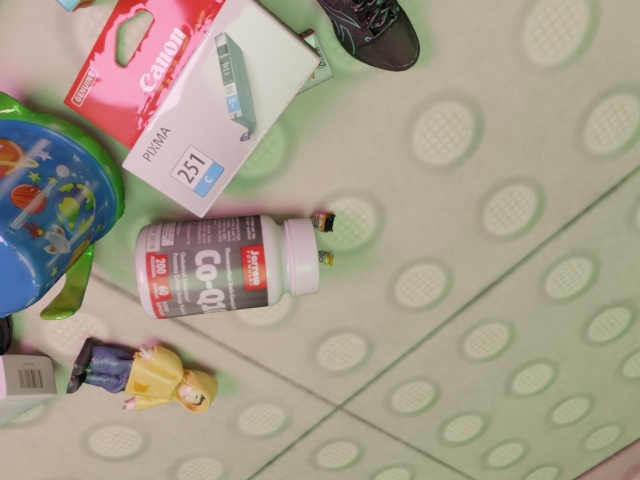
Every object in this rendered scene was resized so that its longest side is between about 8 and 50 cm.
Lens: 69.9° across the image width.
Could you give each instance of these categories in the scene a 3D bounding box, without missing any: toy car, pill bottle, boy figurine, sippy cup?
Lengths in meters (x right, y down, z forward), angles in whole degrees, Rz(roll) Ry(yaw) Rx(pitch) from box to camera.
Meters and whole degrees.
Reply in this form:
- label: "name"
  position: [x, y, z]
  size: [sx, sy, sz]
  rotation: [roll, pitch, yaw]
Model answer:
- label: "toy car"
  position: [0.000, 0.000, 0.858]
  size: [0.041, 0.060, 0.121]
  rotation: [12, 116, 17]
- label: "pill bottle"
  position: [-0.151, 0.040, 0.785]
  size: [0.284, 0.161, 0.161]
  rotation: [-6, 122, -9]
- label: "boy figurine"
  position: [-0.355, 0.292, 0.941]
  size: [0.285, 0.092, 0.177]
  rotation: [22, 112, -20]
- label: "sippy cup"
  position: [-0.421, -0.027, 0.626]
  size: [0.240, 0.224, 0.305]
  rotation: [-34, 122, 23]

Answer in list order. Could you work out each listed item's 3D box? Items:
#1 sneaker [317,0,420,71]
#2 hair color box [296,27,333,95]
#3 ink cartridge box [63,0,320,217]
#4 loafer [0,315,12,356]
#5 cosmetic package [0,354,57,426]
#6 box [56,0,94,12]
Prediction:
- label: "sneaker"
  position: [0.049, -0.327, 0.635]
  size: [0.267, 0.106, 0.101]
  rotation: [34, 108, -29]
- label: "hair color box"
  position: [-0.060, -0.252, 0.694]
  size: [0.141, 0.043, 0.072]
  rotation: [-25, 123, 5]
- label: "ink cartridge box"
  position: [-0.190, -0.218, 0.638]
  size: [0.261, 0.066, 0.296]
  rotation: [36, 111, -16]
- label: "loafer"
  position: [-0.610, 0.109, 0.767]
  size: [0.109, 0.095, 0.302]
  rotation: [-1, 121, -13]
- label: "cosmetic package"
  position: [-0.637, 0.306, 0.866]
  size: [0.231, 0.085, 0.117]
  rotation: [-28, 157, 7]
- label: "box"
  position: [-0.235, -0.386, 0.539]
  size: [0.244, 0.100, 0.060]
  rotation: [-41, 120, 13]
